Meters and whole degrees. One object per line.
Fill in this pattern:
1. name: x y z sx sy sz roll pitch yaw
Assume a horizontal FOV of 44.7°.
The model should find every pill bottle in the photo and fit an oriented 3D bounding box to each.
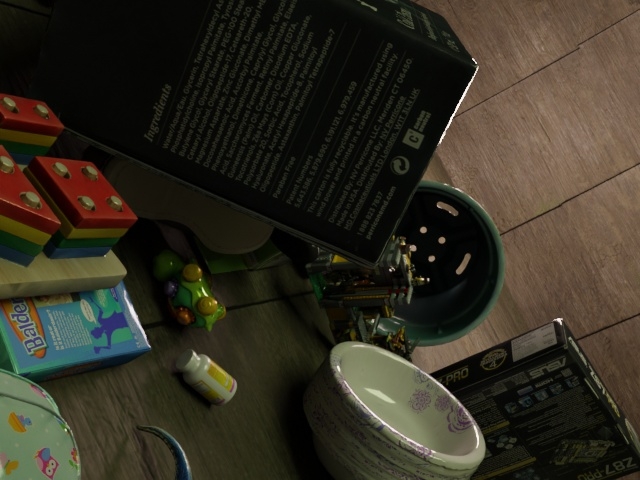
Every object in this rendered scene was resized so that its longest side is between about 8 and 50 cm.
1. pill bottle: -0.151 0.179 1.023 0.083 0.043 0.043 48 24 -31

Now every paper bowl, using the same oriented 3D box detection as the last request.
1. paper bowl: 0.101 0.299 1.214 0.284 0.148 0.284 27 18 -9

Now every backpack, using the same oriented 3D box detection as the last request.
1. backpack: -0.276 0.185 0.600 0.166 0.144 0.188 30 33 -43

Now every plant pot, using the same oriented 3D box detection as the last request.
1. plant pot: 0.229 0.027 1.734 0.341 0.341 0.334 60 13 -2

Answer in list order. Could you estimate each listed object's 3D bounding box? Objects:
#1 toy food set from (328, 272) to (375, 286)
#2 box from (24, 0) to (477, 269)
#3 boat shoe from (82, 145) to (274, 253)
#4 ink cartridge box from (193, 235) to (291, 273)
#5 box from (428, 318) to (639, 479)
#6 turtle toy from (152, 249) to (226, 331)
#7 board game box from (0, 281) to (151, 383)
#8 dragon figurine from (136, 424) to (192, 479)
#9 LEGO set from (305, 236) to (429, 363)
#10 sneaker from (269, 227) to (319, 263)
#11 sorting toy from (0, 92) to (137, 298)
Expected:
1. toy food set: 0.069 0.008 1.557 0.038 0.132 0.192 -121 -148 -64
2. box: -0.074 -0.257 1.104 0.471 0.297 0.480 22 22 -6
3. boat shoe: -0.194 -0.064 1.126 0.096 0.117 0.324 32 8 39
4. ink cartridge box: -0.124 -0.051 1.308 0.189 0.097 0.255 64 21 8
5. box: 0.334 0.350 1.416 0.318 0.394 0.097 53 24 -18
6. turtle toy: -0.182 0.068 1.062 0.130 0.066 0.095 62 -2 13
7. board game box: -0.291 0.068 0.842 0.160 0.047 0.210 65 21 12
8. dragon figurine: -0.144 0.320 0.798 0.144 0.085 0.289 9 55 -64
9. LEGO set: 0.119 0.075 1.415 0.255 0.192 0.331 -58 138 -57
10. sneaker: -0.057 -0.077 1.258 0.097 0.084 0.235 -31 86 -37
11. sorting toy: -0.330 -0.068 0.776 0.257 0.089 0.255 49 18 16
